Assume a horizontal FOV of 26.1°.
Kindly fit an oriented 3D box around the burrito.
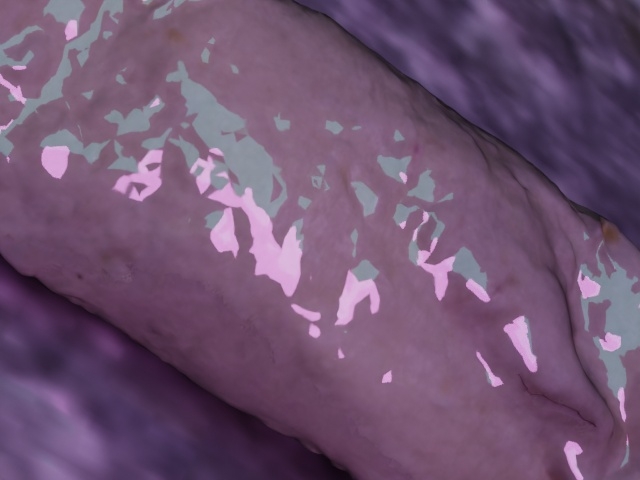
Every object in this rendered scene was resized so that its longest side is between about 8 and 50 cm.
[{"bbox_3d":[0.000,0.000,0.395,0.392,0.076,0.117,36,63,-15],"label":"burrito"}]
